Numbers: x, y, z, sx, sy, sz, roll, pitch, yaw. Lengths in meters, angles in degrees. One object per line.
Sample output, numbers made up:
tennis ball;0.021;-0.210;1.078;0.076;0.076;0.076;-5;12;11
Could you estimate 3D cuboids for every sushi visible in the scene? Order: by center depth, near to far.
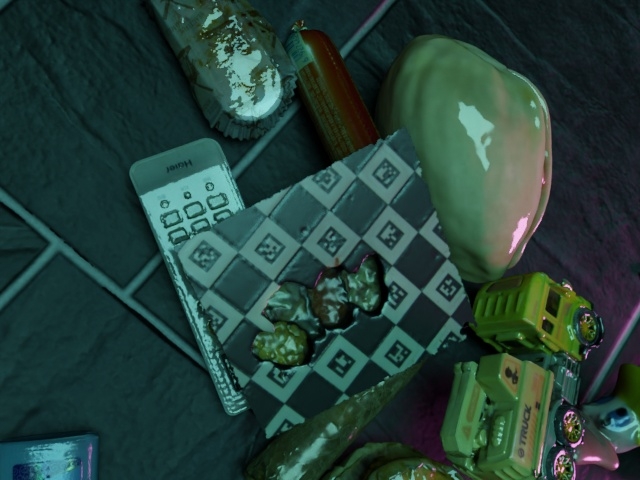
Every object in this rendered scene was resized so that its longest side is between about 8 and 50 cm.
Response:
sushi;0.014;0.050;0.774;0.290;0.050;0.264;-26;104;-12

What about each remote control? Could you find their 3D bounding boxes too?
remote control;-0.119;0.040;0.797;0.109;0.055;0.313;-22;94;-16

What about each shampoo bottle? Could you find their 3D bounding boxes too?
shampoo bottle;-0.278;0.333;0.693;0.104;0.061;0.258;-1;83;-17

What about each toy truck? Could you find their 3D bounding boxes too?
toy truck;0.232;0.166;0.821;0.157;0.124;0.272;36;60;-25

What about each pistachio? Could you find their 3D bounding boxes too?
pistachio;0.179;-0.105;0.851;0.193;0.214;0.318;-18;98;-62

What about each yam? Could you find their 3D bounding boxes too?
yam;0.057;0.172;0.820;0.357;0.081;0.081;-44;97;-19

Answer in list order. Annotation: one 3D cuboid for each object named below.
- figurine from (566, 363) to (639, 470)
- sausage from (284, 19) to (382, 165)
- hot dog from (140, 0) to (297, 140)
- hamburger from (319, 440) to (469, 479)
figurine;0.482;0.264;0.918;0.421;0.154;0.193;25;110;-22
sausage;0.021;-0.165;0.843;0.083;0.083;0.264;-19;77;-20
hot dog;-0.127;-0.243;0.825;0.131;0.069;0.252;-34;91;-8
hamburger;0.076;0.382;0.760;0.283;0.144;0.259;-42;94;-24
